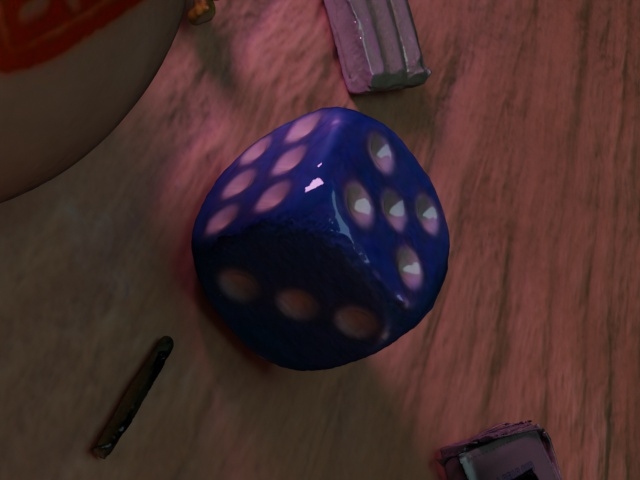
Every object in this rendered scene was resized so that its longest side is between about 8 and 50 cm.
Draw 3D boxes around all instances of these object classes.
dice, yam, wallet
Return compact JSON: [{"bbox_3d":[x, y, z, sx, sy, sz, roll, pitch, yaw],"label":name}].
[{"bbox_3d":[0.000,0.000,0.797,0.146,0.146,0.143,50,38,-24],"label":"dice"},{"bbox_3d":[-0.120,0.100,0.703,0.014,0.014,0.107,52,38,-22],"label":"yam"},{"bbox_3d":[0.193,0.280,0.975,0.170,0.069,0.230,-3,74,-48],"label":"wallet"}]

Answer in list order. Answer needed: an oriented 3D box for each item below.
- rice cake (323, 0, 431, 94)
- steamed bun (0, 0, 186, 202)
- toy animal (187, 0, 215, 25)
[{"bbox_3d":[0.037,-0.258,1.062,0.127,0.043,0.237,-12,82,-53],"label":"rice cake"},{"bbox_3d":[-0.211,-0.204,0.554,0.374,0.241,0.374,32,46,-42],"label":"steamed bun"},{"bbox_3d":[-0.133,-0.237,0.812,0.181,0.073,0.136,-10,74,-50],"label":"toy animal"}]
